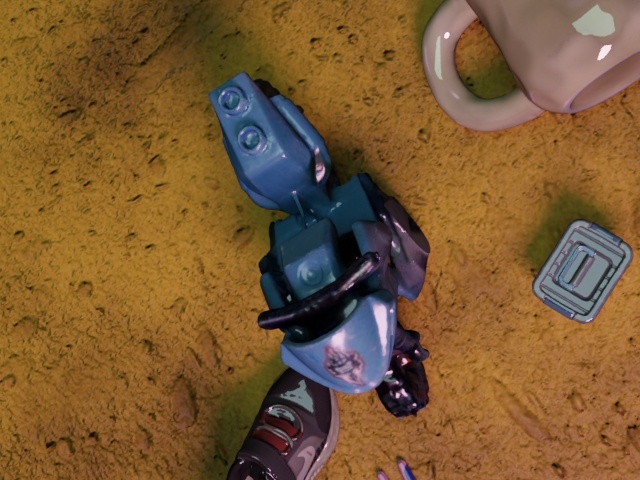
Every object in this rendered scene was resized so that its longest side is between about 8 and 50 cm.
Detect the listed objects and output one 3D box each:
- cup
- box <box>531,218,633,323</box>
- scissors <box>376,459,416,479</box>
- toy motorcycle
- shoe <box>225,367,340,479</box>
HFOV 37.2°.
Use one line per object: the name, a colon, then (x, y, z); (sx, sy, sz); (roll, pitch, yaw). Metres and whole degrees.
cup: (0.218, -0.228, 0.981); (0.255, 0.173, 0.202); (-31, 77, 12)
box: (0.278, 0.033, 1.008); (0.074, 0.054, 0.099); (33, 96, 15)
scissors: (0.105, 0.304, 1.065); (0.039, 0.012, 0.113); (-31, 79, 13)
toy motorcycle: (0.000, 0.000, 1.003); (0.172, 0.232, 0.416); (-27, 79, 16)
shoe: (-0.054, 0.252, 1.066); (0.099, 0.112, 0.227); (21, 94, 18)
